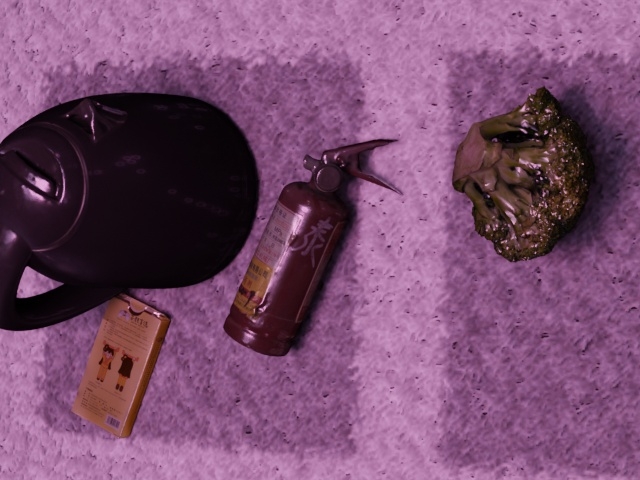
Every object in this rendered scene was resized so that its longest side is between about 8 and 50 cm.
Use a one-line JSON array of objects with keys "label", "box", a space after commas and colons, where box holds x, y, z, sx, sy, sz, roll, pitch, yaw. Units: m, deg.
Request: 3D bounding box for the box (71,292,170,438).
[{"label": "box", "box": [-0.218, 0.135, 2.022, 0.073, 0.020, 0.149, 26, 102, 26]}]

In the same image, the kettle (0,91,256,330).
[{"label": "kettle", "box": [-0.234, -0.023, 1.879, 0.207, 0.290, 0.268, 34, 107, 22]}]

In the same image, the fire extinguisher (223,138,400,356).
[{"label": "fire extinguisher", "box": [-0.005, -0.003, 1.896, 0.252, 0.106, 0.075, -66, 27, 11]}]

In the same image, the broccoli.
[{"label": "broccoli", "box": [0.194, -0.064, 1.746, 0.146, 0.138, 0.162, 37, 104, 57]}]
